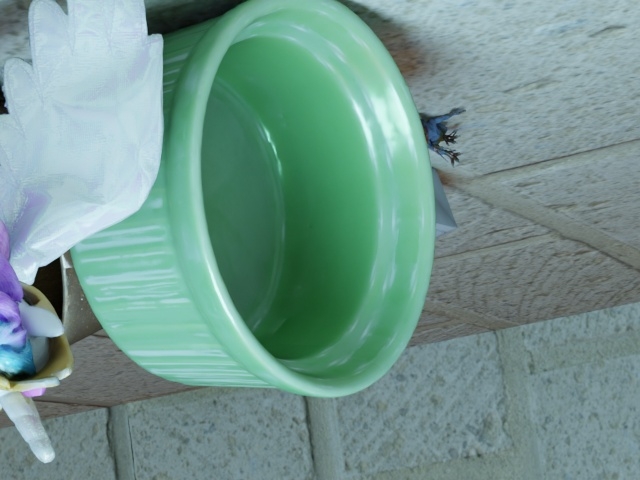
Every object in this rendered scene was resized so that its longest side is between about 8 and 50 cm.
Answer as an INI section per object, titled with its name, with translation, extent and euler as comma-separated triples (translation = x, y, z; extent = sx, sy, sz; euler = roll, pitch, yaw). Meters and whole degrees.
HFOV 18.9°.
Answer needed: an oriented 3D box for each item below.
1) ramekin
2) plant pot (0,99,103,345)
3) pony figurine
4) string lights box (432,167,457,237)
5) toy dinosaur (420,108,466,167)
[ramekin]
translation = -0.055, -0.029, 1.459
extent = 0.148, 0.303, 0.303
euler = -7, 172, 36
[plant pot]
translation = -0.165, -0.036, 1.630
extent = 0.230, 0.215, 0.215
euler = -17, 175, -30
[pony figurine]
translation = -0.254, 0.006, 1.295
extent = 0.302, 0.351, 0.363
euler = -5, 165, -26
[string lights box]
translation = 0.000, 0.000, 2.068
extent = 0.259, 0.077, 0.133
euler = -27, 162, 24
[toy dinosaur]
translation = 0.105, -0.098, 1.864
extent = 0.090, 0.047, 0.082
euler = -9, 159, 42
